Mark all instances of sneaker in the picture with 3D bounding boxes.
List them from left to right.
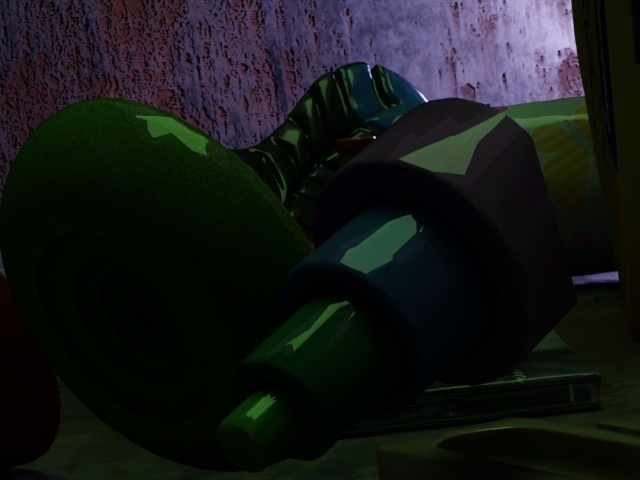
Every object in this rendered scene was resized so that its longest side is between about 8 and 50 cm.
[{"bbox_3d":[-0.049,0.001,1.178,0.341,0.125,0.140,-26,-25,-43],"label":"sneaker"}]

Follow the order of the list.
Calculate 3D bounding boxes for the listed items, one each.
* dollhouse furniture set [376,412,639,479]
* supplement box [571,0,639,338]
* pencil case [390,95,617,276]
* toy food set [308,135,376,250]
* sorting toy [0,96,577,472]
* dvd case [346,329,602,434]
[{"bbox_3d":[0.097,0.011,0.493,0.151,0.123,0.144,-8,4,-27],"label":"dollhouse furniture set"},{"bbox_3d":[0.231,-0.130,0.925,0.194,0.195,0.356,-6,28,7],"label":"supplement box"},{"bbox_3d":[0.174,-0.031,1.106,0.273,0.113,0.124,-6,-26,17],"label":"pencil case"},{"bbox_3d":[0.000,0.000,0.969,0.111,0.105,0.232,-4,4,33],"label":"toy food set"},{"bbox_3d":[-0.093,0.045,0.529,0.365,0.127,0.126,-12,22,48],"label":"sorting toy"},{"bbox_3d":[0.022,0.055,0.769,0.164,0.018,0.221,-7,4,0],"label":"dvd case"}]
